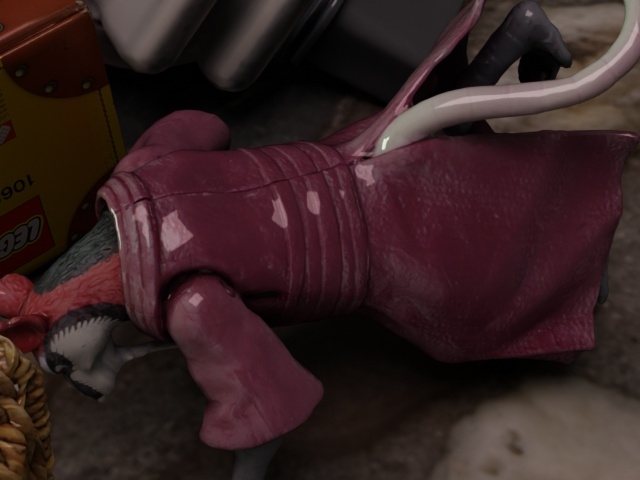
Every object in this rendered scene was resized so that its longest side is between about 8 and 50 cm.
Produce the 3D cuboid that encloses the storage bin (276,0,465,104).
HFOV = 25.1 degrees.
[{"bbox_3d":[0.041,-0.157,0.982,0.091,0.098,0.135,32,56,-8],"label":"storage bin"}]

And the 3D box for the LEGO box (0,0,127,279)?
[{"bbox_3d":[-0.424,-0.063,0.864,0.500,0.193,0.372,-32,58,-19],"label":"LEGO box"}]

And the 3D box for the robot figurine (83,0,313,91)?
[{"bbox_3d":[-0.133,-0.258,0.984,0.300,0.200,0.353,10,38,-49],"label":"robot figurine"}]

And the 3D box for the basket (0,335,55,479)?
[{"bbox_3d":[-0.277,0.170,0.664,0.299,0.213,0.223,3,59,-1],"label":"basket"}]

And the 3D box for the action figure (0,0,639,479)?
[{"bbox_3d":[0.000,0.000,0.763,0.370,0.275,0.248,-14,59,-24],"label":"action figure"}]
